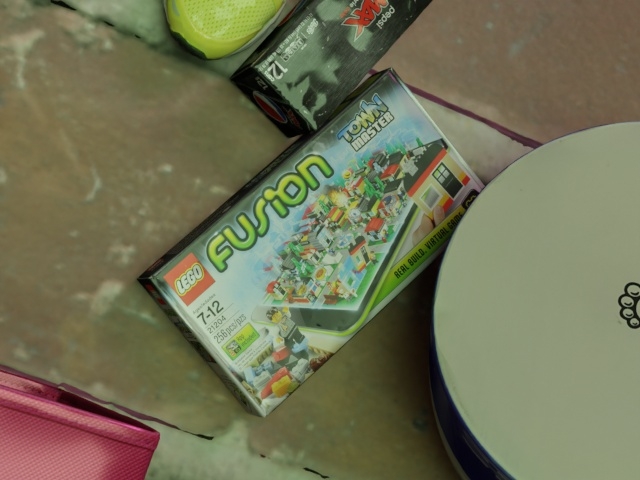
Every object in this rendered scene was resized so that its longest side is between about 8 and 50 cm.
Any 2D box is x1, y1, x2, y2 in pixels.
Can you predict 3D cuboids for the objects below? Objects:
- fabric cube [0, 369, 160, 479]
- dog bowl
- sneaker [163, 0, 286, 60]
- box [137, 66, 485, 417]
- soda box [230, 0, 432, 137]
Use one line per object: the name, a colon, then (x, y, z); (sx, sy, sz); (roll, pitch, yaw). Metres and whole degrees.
fabric cube: (-0.259, 0.167, 0.732); (0.259, 0.254, 0.258); (20, 84, -18)
dog bowl: (0.197, 0.064, 0.909); (0.265, 0.104, 0.265); (-2, 65, 4)
sneaker: (-0.021, -0.200, 0.911); (0.081, 0.094, 0.208); (37, 78, -16)
box: (0.000, 0.000, 0.942); (0.207, 0.036, 0.114); (-42, 101, -16)
soda box: (0.023, -0.144, 0.945); (0.060, 0.053, 0.169); (45, 76, -14)
